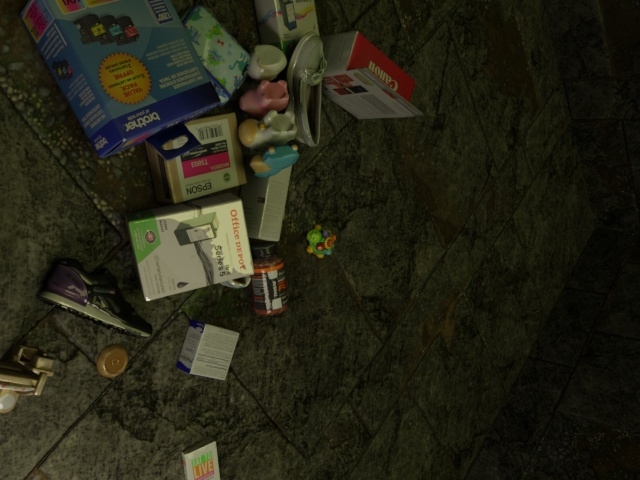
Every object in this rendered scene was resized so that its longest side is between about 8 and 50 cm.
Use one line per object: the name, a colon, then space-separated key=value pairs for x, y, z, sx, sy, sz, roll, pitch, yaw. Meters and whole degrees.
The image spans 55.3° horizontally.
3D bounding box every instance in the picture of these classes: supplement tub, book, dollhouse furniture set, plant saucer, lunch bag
supplement tub: x=-0.152 y=0.106 z=1.745 sx=0.106 sy=0.106 sz=0.198 roll=-22 pitch=112 yaw=-42
book: x=-0.332 y=0.634 z=1.699 sx=0.096 sy=0.035 sz=0.144 roll=-17 pitch=110 yaw=-39
dollhouse furniture set: x=-0.613 y=0.294 z=1.120 sx=0.303 sy=0.355 sz=0.174 roll=27 pitch=78 yaw=-45
plant saucer: x=-0.500 y=0.294 z=1.481 sx=0.083 sy=0.015 sz=0.084 roll=-9 pitch=103 yaw=-44
lunch bag: x=-0.290 y=-0.455 z=1.530 sx=0.219 sy=0.090 sz=0.176 roll=45 pitch=67 yaw=-39

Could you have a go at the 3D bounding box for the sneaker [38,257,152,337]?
sneaker: x=-0.488 y=0.134 z=1.409 sx=0.283 sy=0.107 sz=0.124 roll=37 pitch=64 yaw=-42

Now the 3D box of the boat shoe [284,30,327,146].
boat shoe: x=-0.031 y=-0.418 z=1.707 sx=0.118 sy=0.103 sz=0.321 roll=-39 pitch=149 yaw=-49

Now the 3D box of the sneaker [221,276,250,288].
sneaker: x=-0.257 y=0.028 z=1.634 sx=0.087 sy=0.092 sz=0.229 roll=-43 pitch=123 yaw=-31

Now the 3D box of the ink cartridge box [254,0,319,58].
ink cartridge box: x=-0.093 y=-0.617 z=1.702 sx=0.154 sy=0.093 sz=0.213 roll=-24 pitch=111 yaw=-41

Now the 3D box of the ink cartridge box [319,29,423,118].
ink cartridge box: x=0.138 y=-0.487 z=1.831 sx=0.309 sy=0.271 sz=0.130 roll=23 pitch=80 yaw=-46

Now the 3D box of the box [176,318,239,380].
box: x=-0.302 y=0.295 z=1.643 sx=0.126 sy=0.072 sz=0.137 roll=26 pitch=77 yaw=-45

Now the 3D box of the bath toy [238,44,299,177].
bath toy: x=-0.147 y=-0.347 z=1.613 sx=0.151 sy=0.129 sz=0.348 roll=-2 pitch=71 yaw=-15

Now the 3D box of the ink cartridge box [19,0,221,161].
ink cartridge box: x=-0.403 y=-0.358 z=1.315 sx=0.270 sy=0.151 sz=0.396 roll=-35 pitch=105 yaw=-37

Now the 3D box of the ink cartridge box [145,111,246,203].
ink cartridge box: x=-0.312 y=-0.212 z=1.543 sx=0.234 sy=0.088 sz=0.193 roll=-23 pitch=111 yaw=-42

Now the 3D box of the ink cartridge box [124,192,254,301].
ink cartridge box: x=-0.316 y=0.010 z=1.488 sx=0.272 sy=0.114 sz=0.199 roll=-14 pitch=106 yaw=-20

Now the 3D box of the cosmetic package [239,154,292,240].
cosmetic package: x=-0.161 y=-0.119 z=1.693 sx=0.085 sy=0.117 sz=0.231 roll=9 pitch=89 yaw=-48

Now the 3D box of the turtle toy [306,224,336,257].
turtle toy: x=0.000 y=0.000 z=1.912 sx=0.130 sy=0.066 sz=0.095 roll=27 pitch=77 yaw=-45
